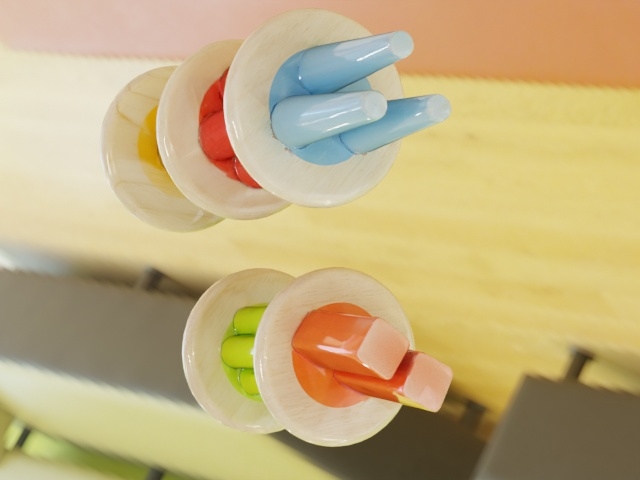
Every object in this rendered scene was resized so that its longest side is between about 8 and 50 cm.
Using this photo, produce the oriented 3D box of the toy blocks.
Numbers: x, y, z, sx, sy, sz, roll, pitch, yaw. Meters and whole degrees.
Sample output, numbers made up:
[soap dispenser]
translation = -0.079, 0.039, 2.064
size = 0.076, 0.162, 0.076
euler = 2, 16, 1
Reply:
[toy blocks]
translation = 0.000, 0.000, 0.472
size = 0.148, 0.054, 0.123
euler = -7, 106, 64
